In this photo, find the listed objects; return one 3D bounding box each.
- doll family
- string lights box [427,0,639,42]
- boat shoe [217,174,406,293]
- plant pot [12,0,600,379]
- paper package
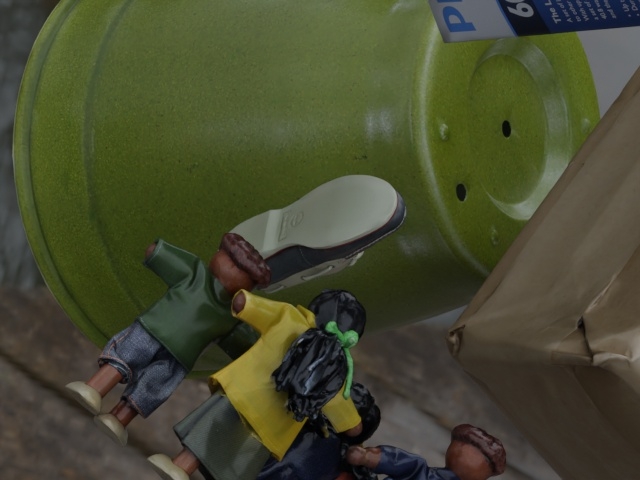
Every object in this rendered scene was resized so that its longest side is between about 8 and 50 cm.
[{"bbox_3d":[-0.004,0.077,0.627,0.111,0.193,0.076,-46,33,-18],"label":"doll family"},{"bbox_3d":[0.136,-0.156,0.598,0.259,0.133,0.077,3,42,45],"label":"string lights box"},{"bbox_3d":[0.000,0.000,0.919,0.043,0.137,0.049,40,48,-33],"label":"boat shoe"},{"bbox_3d":[0.014,-0.070,1.236,0.353,0.367,0.366,-3,11,41],"label":"plant pot"},{"bbox_3d":[0.290,0.059,1.001,0.325,0.168,0.309,48,67,-25],"label":"paper package"}]
